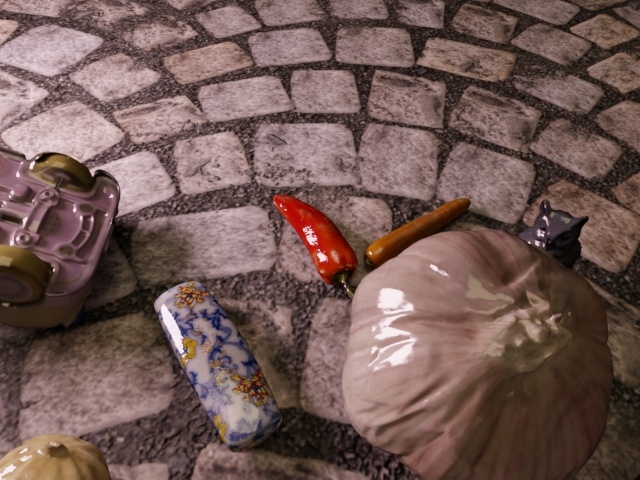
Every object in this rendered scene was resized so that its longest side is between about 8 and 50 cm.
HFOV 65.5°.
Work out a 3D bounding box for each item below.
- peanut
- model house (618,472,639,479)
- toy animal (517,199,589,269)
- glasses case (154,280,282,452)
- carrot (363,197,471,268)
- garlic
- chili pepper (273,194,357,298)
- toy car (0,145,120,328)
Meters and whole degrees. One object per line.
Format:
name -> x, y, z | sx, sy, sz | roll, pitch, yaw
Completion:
peanut -> -0.277, 0.299, 0.481 | 0.129, 0.129, 0.224 | -2, 52, -5
model house -> 0.490, 0.239, 0.489 | 0.327, 0.244, 0.169 | -9, 38, -11
toy animal -> 0.326, 0.018, 0.697 | 0.121, 0.210, 0.117 | 31, 53, 22
glasses case -> -0.138, 0.154, 0.652 | 0.087, 0.065, 0.248 | -25, 54, -25
carrot -> 0.168, -0.018, 0.835 | 0.248, 0.043, 0.043 | -28, 56, -27
garlic -> 0.174, 0.121, 0.560 | 0.318, 0.259, 0.317 | 2, 74, -7
chili pepper -> 0.000, 0.000, 0.798 | 0.071, 0.063, 0.272 | -12, 47, -29
toy car -> -0.487, -0.005, 0.702 | 0.336, 0.226, 0.242 | 18, 45, -22
